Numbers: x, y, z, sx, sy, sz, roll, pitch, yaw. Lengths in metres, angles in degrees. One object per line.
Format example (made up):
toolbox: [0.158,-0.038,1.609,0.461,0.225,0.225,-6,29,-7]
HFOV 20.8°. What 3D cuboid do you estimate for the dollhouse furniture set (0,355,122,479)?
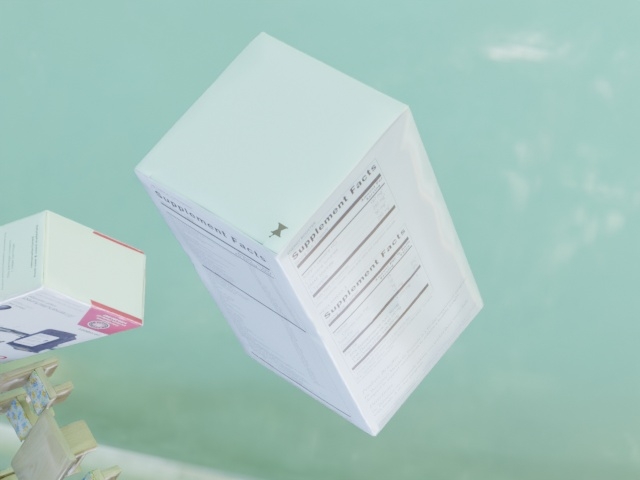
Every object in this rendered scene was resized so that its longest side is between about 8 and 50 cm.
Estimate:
dollhouse furniture set: [-0.382,0.305,2.172,0.161,0.212,0.242,-18,157,-38]

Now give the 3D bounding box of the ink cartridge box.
ink cartridge box: [-0.350,0.060,2.050,0.237,0.100,0.172,-16,153,33]

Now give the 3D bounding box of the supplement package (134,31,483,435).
supplement package: [0.000,0.000,1.193,0.139,0.134,0.244,31,161,32]
